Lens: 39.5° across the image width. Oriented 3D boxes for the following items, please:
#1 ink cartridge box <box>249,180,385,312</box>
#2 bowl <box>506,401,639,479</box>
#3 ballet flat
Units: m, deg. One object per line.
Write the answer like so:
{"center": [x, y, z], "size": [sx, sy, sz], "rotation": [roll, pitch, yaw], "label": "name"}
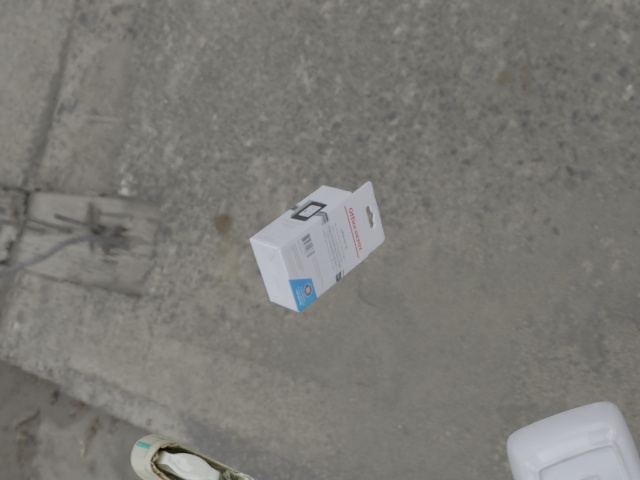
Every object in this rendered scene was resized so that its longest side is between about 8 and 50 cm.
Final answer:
{"center": [0.000, 0.000, 1.191], "size": [0.060, 0.104, 0.180], "rotation": [16, 43, 43], "label": "ink cartridge box"}
{"center": [0.289, 0.264, 0.987], "size": [0.141, 0.142, 0.053], "rotation": [-21, 15, 7], "label": "bowl"}
{"center": [-0.139, 0.333, 1.193], "size": [0.086, 0.248, 0.086], "rotation": [-48, 21, 26], "label": "ballet flat"}
